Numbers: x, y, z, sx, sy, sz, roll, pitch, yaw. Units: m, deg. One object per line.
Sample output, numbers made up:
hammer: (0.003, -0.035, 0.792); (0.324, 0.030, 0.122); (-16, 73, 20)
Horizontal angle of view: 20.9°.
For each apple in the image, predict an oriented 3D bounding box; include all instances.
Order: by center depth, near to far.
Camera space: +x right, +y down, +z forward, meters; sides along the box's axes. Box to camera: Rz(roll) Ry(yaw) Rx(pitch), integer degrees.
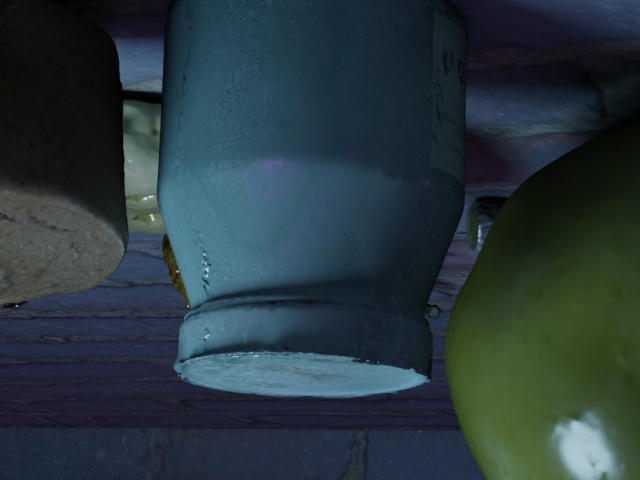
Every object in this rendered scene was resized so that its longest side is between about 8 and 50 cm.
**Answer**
apple: (0.334, 0.102, 1.519); (0.473, 0.474, 0.473); (4, 166, 1)

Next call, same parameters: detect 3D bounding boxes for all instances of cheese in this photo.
cheese: (-0.200, -0.067, 1.672); (0.159, 0.093, 0.263); (7, 167, -6)

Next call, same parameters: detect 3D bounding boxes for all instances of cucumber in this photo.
cucumber: (0.213, -0.012, 1.858); (0.112, 0.064, 0.064); (5, 166, -14)

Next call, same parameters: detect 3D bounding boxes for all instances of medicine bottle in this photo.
medicine bottle: (-0.010, -0.034, 1.336); (0.245, 0.290, 0.245); (3, 166, 1)

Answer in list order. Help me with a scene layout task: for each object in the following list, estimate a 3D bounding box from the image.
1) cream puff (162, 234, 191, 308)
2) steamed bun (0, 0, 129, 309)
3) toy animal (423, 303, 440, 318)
cream puff: (-0.050, 0.003, 1.833); (0.183, 0.183, 0.169); (18, 133, -44)
steamed bun: (-0.291, -0.088, 1.294); (0.301, 0.251, 0.199); (3, 158, -16)
toy animal: (0.064, 0.048, 2.120); (0.217, 0.073, 0.176); (16, 177, -28)
